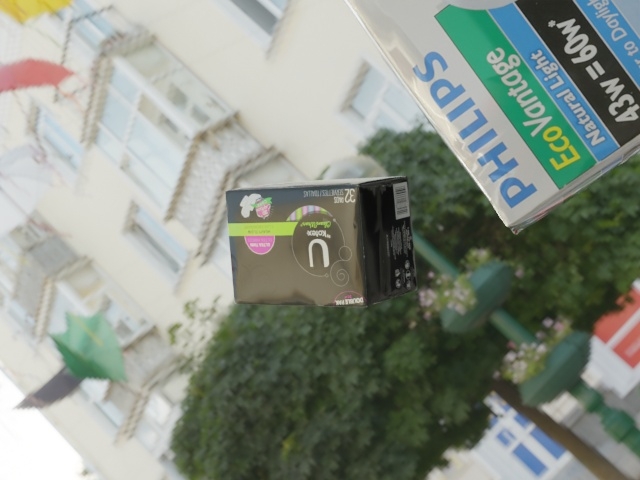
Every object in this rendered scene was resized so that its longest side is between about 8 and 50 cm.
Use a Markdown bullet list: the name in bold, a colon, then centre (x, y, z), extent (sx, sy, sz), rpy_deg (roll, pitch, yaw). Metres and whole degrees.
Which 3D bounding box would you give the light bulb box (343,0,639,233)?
- **light bulb box**: centre (0.227, -0.249, 1.064), extent (0.361, 0.358, 0.225), rpy_deg (-36, -8, 9)

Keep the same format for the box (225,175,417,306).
- **box**: centre (0.000, 0.000, 0.577), extent (0.052, 0.083, 0.062), rpy_deg (-13, -81, -55)
